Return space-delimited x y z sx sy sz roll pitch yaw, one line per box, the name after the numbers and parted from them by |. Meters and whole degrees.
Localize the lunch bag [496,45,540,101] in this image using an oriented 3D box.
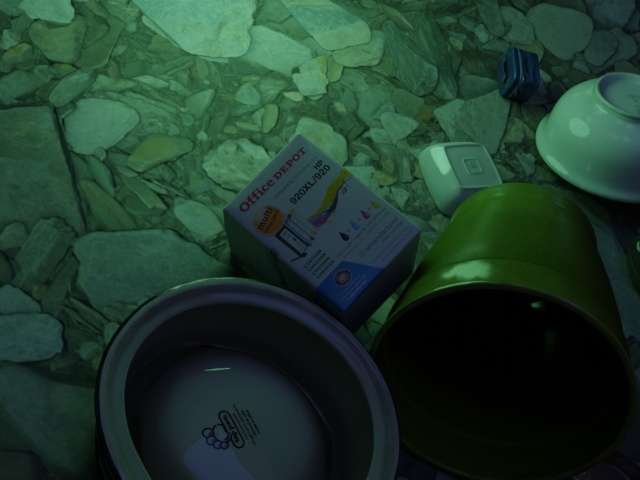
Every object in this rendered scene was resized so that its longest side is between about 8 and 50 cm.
0.364 -0.307 2.314 0.065 0.067 0.098 13 53 -17 | lunch bag

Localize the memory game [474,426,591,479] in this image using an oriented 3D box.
0.314 0.354 1.824 0.186 0.012 0.186 6 54 -8 | memory game

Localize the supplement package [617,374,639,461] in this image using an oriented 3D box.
0.556 0.280 1.959 0.179 0.105 0.105 4 56 -25 | supplement package

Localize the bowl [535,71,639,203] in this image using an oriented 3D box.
0.545 -0.209 2.231 0.297 0.134 0.298 5 40 -4 | bowl

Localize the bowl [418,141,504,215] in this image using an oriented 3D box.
0.249 -0.113 2.127 0.142 0.053 0.142 -4 58 -27 | bowl

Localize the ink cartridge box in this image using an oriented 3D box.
0.000 0.000 1.798 0.232 0.168 0.171 40 73 15 | ink cartridge box

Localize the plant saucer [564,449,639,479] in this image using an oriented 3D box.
0.432 0.391 1.869 0.168 0.029 0.168 12 52 -16 | plant saucer

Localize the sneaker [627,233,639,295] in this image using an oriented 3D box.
0.639 0.094 2.120 0.109 0.130 0.286 -20 66 -33 | sneaker

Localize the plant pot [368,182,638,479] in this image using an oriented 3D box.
0.277 0.102 1.821 0.366 0.366 0.353 27 38 -6 | plant pot

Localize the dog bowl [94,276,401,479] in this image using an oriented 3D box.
-0.108 0.256 1.621 0.408 0.150 0.408 13 53 -18 | dog bowl
